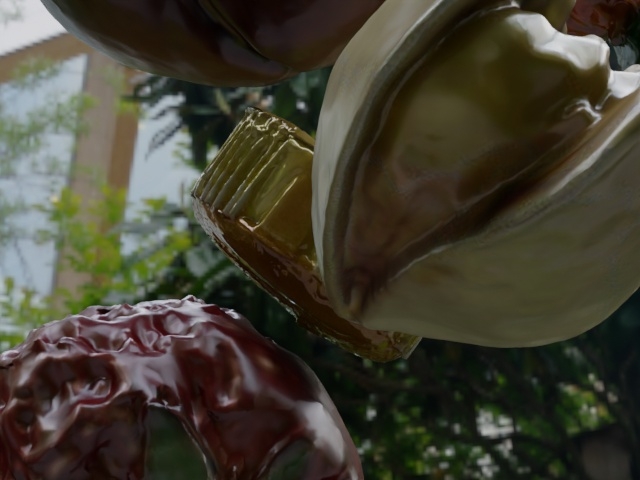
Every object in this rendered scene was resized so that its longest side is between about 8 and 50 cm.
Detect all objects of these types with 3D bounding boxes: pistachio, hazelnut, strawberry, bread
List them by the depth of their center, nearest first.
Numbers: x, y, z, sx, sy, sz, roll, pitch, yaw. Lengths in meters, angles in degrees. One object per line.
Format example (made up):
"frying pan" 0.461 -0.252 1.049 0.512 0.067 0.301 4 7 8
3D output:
"pistachio" 0.076 -0.031 0.651 0.187 0.187 0.299 -4 -12 2
"bread" 0.000 0.000 0.903 0.190 0.114 0.132 33 -5 19
"strawberry" -0.106 0.164 0.952 0.317 0.345 0.295 29 -72 -11
"hazelnut" -0.087 -0.290 1.055 0.372 0.315 0.372 -3 -17 -1

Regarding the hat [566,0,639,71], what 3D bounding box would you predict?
"hat" 0.284 -0.325 1.330 0.400 0.285 0.285 32 -30 13
